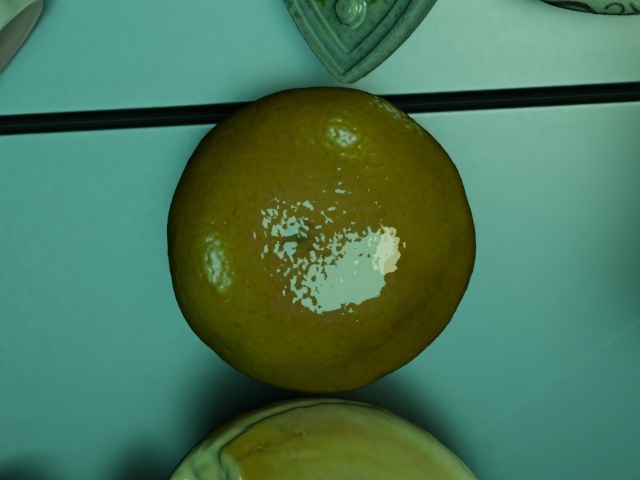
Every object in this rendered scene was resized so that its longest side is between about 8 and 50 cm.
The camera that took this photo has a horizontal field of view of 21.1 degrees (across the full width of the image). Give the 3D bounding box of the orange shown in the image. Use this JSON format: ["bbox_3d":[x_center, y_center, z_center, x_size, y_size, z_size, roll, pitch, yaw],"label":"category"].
[{"bbox_3d":[0.000,0.000,0.868,0.156,0.124,0.156,0,87,8],"label":"orange"}]

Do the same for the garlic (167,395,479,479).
[{"bbox_3d":[0.024,0.182,0.872,0.245,0.164,0.145,46,117,-7],"label":"garlic"}]

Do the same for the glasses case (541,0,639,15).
[{"bbox_3d":[0.156,-0.290,0.847,0.137,0.085,0.354,3,98,-2],"label":"glasses case"}]

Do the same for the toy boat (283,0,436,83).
[{"bbox_3d":[0.024,-0.235,0.830,0.141,0.092,0.319,10,102,36],"label":"toy boat"}]

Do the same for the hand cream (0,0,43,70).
[{"bbox_3d":[-0.284,-0.190,0.867,0.312,0.070,0.111,40,97,1],"label":"hand cream"}]
